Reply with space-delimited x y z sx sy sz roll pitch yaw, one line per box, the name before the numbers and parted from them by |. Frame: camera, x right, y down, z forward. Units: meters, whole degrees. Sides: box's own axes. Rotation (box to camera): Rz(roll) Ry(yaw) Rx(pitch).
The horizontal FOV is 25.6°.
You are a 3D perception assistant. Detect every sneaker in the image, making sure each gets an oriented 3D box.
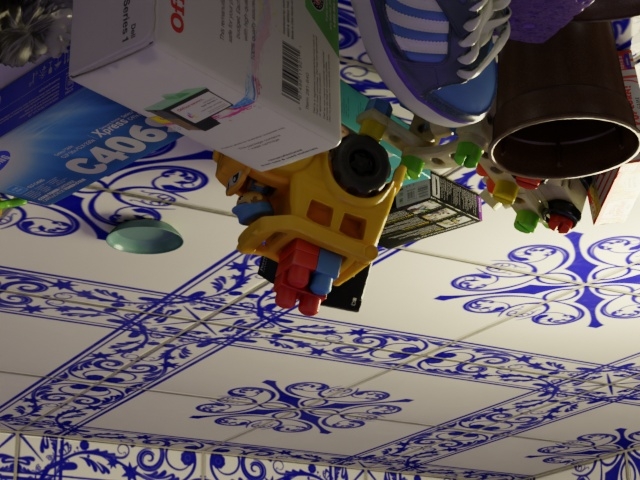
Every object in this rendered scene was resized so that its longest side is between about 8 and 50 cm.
sneaker | 0.150 -0.230 1.275 0.236 0.130 0.323 5 137 43

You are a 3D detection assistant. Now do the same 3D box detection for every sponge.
sponge | 0.223 -0.260 1.383 0.117 0.031 0.210 8 157 -22

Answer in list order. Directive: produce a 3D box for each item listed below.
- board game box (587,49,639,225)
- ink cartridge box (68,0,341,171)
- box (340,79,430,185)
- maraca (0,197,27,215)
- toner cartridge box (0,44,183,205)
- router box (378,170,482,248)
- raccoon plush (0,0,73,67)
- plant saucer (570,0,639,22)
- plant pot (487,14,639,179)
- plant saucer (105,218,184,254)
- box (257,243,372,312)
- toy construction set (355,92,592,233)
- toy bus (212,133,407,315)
board game box | 0.356 -0.122 1.721 0.045 0.146 0.193 -7 159 -2
ink cartridge box | -0.107 -0.213 1.383 0.117 0.201 0.278 -16 154 34
box | 0.038 -0.132 1.802 0.100 0.060 0.244 -15 155 32
maraca | -0.495 -0.043 1.970 0.127 0.099 0.186 -2 -173 31
toner cartridge box | -0.306 -0.143 1.737 0.165 0.075 0.348 18 152 -39
router box | 0.127 -0.042 2.064 0.179 0.046 0.133 -17 155 36
raccoon plush | -0.513 -0.219 1.442 0.446 0.299 0.216 -16 138 -50
plant saucer | 0.279 -0.308 1.368 0.311 0.050 0.310 -1 160 0
plant pot | 0.262 -0.174 1.557 0.167 0.165 0.167 -2 159 -1
plant saucer | -0.270 -0.008 2.169 0.119 0.021 0.119 0 159 0
box | 0.000 0.000 1.937 0.093 0.156 0.158 11 -172 -28
toy construction set | 0.212 -0.097 1.752 0.215 0.151 0.328 2 165 36
toy bus | -0.032 -0.027 1.670 0.220 0.211 0.149 22 156 -15
